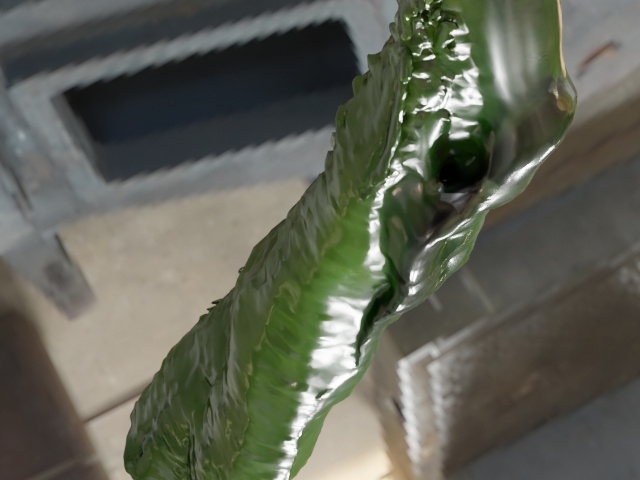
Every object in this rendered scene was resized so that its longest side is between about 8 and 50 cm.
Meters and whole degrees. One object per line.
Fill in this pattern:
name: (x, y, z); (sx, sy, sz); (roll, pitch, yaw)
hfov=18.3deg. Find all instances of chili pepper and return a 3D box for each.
chili pepper: (0.000, 0.000, 0.565); (0.076, 0.085, 0.359); (-12, 153, -22)
